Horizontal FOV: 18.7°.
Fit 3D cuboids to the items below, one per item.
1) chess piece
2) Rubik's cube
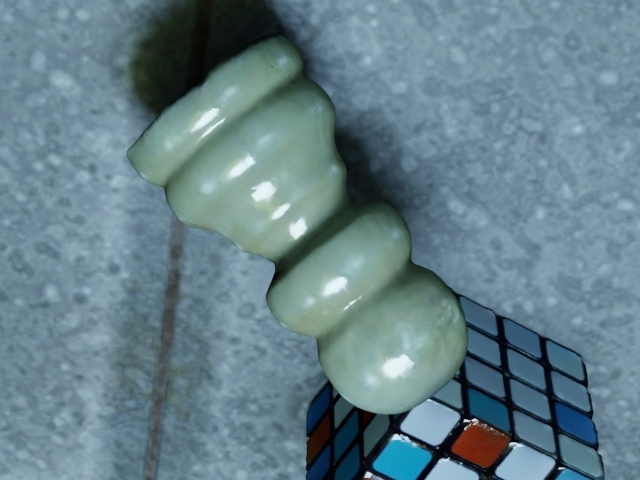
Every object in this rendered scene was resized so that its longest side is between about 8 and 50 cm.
[{"bbox_3d":[0.000,0.000,1.237,0.133,0.133,0.243,-40,85,22],"label":"chess piece"},{"bbox_3d":[0.091,0.145,1.372,0.155,0.154,0.151,26,118,-15],"label":"Rubik's cube"}]
